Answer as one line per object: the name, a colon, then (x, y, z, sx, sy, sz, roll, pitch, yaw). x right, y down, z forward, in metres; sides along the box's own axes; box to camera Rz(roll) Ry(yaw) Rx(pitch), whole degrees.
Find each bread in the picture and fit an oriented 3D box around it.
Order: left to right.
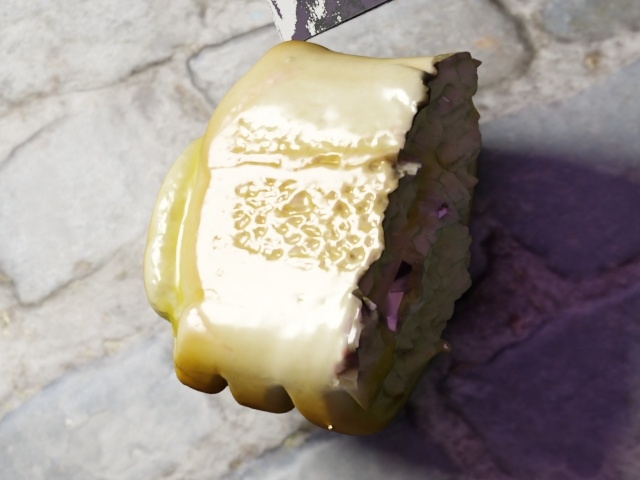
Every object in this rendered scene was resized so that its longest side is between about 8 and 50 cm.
bread: (0.000, 0.000, 1.168, 0.270, 0.211, 0.315, 5, 69, 31)

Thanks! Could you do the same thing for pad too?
pad: (0.032, -0.265, 1.319, 0.193, 0.004, 0.116, -23, 79, 17)
